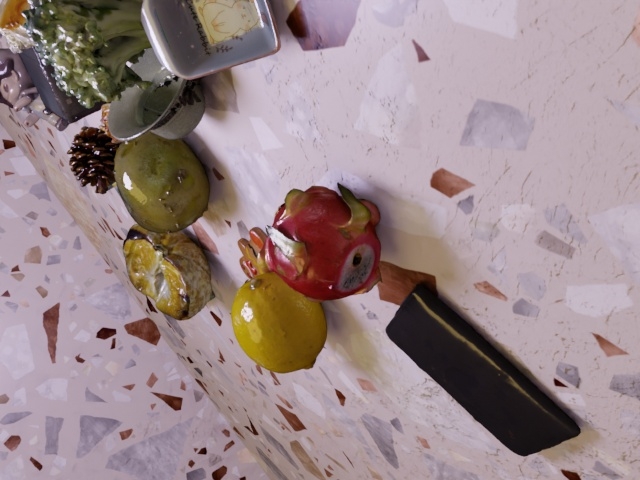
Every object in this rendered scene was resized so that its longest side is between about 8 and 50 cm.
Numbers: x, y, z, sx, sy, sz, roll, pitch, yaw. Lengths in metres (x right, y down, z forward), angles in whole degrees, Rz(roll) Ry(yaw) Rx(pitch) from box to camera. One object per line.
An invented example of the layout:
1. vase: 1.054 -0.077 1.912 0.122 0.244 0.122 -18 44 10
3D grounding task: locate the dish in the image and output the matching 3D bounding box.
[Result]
1. dish: -0.183 -0.365 0.873 0.234 0.064 0.154 -10 120 20

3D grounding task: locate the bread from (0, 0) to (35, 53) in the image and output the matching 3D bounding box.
1. bread: -0.603 -0.529 1.238 0.314 0.171 0.192 9 94 14

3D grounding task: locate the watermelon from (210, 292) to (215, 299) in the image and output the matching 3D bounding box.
1. watermelon: -0.498 0.139 1.962 0.154 0.094 0.241 -6 116 48

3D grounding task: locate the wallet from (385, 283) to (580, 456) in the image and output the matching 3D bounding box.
1. wallet: 0.288 0.253 0.993 0.377 0.051 0.197 43 147 15

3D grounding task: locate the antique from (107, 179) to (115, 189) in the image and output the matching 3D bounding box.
1. antique: -0.777 -0.264 1.891 0.088 0.086 0.183 44 150 16

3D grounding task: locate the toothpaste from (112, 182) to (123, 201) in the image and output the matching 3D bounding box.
1. toothpaste: -0.624 -0.192 1.772 0.313 0.071 0.089 -6 116 57

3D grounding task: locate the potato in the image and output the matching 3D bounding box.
1. potato: -0.417 -0.133 1.403 0.270 0.219 0.359 57 159 11

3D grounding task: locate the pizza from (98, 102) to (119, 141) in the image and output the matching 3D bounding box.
1. pizza: -0.587 -0.328 1.548 0.134 0.056 0.271 25 159 -17

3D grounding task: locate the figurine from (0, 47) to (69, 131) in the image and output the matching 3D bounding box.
1. figurine: -1.067 -0.549 1.898 0.380 0.203 0.248 35 155 6

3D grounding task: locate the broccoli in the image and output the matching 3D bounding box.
1. broccoli: -0.388 -0.440 0.961 0.277 0.317 0.338 -70 -34 -77

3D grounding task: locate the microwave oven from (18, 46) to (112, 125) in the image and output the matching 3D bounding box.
1. microwave oven: -0.721 -0.484 1.477 0.188 0.178 0.247 28 143 32

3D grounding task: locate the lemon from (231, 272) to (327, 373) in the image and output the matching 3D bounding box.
1. lemon: -0.101 0.202 1.305 0.236 0.236 0.263 22 122 42

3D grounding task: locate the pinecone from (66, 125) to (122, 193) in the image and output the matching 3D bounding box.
1. pinecone: -0.714 -0.256 1.684 0.168 0.185 0.212 6 96 19

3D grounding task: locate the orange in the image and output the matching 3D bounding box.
1. orange: -0.491 0.097 1.751 0.368 0.210 0.271 39 126 19

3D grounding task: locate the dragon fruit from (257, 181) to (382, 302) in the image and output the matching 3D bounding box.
1. dragon fruit: 0.002 0.001 0.972 0.227 0.224 0.224 35 147 32

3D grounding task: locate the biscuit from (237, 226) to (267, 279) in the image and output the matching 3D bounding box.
1. biscuit: -0.175 0.061 1.452 0.165 0.036 0.250 54 151 -1

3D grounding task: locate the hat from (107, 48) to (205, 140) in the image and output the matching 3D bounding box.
1. hat: -0.329 -0.299 1.146 0.257 0.257 0.130 23 173 41
